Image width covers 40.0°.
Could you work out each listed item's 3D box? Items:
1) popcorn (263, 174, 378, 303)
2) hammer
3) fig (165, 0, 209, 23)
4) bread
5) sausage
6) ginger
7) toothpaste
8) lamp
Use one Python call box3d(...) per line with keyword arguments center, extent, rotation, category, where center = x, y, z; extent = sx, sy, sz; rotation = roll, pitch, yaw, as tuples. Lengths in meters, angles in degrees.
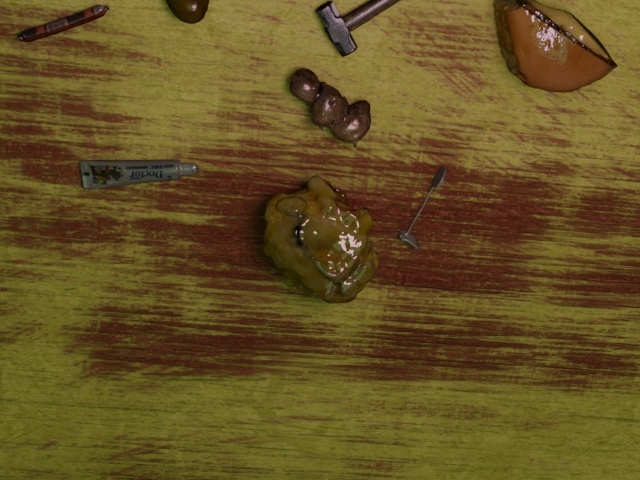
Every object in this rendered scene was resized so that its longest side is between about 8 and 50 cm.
box3d(center=(0.000, 0.000, 1.917), extent=(0.286, 0.215, 0.252), rotation=(41, 113, -16), category="popcorn")
box3d(center=(0.170, -0.512, 1.778), extent=(0.365, 0.043, 0.111), rotation=(-30, 113, 8), category="hammer")
box3d(center=(-0.266, -0.470, 1.746), extent=(0.087, 0.074, 0.074), rotation=(17, 114, 5), category="fig")
box3d(center=(0.457, -0.384, 1.767), extent=(0.262, 0.204, 0.163), rotation=(26, 108, -12), category="bread")
box3d(center=(-0.516, -0.436, 1.769), extent=(0.198, 0.025, 0.028), rotation=(-19, 101, 4), category="sausage")
box3d(center=(0.017, -0.284, 1.851), extent=(0.204, 0.080, 0.104), rotation=(31, 96, -19), category="ginger")
box3d(center=(-0.394, -0.149, 1.913), extent=(0.255, 0.037, 0.067), rotation=(-3, 116, 1), category="toothpaste")
box3d(center=(0.244, -0.074, 1.985), extent=(0.056, 0.050, 0.198), rotation=(24, 114, -12), category="lamp")
